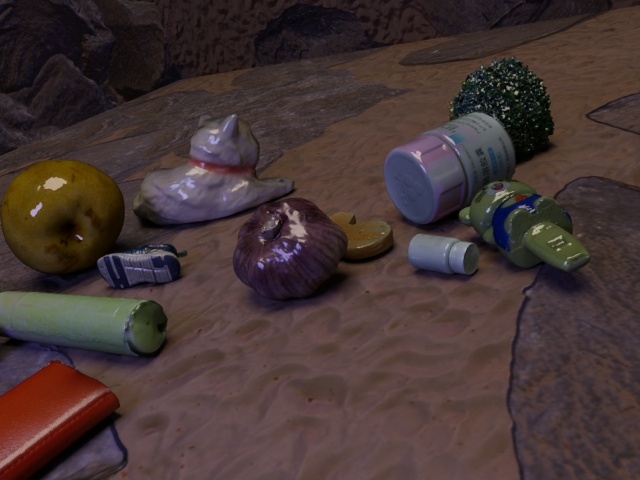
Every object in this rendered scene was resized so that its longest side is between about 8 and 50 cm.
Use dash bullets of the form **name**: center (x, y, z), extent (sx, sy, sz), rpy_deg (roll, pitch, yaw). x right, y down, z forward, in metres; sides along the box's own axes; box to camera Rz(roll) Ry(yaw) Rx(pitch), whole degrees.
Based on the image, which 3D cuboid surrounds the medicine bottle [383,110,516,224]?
- **medicine bottle**: center (0.196, -0.111, 0.950), extent (0.168, 0.135, 0.135), rpy_deg (-25, 26, -23)

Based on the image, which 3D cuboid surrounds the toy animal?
- **toy animal**: center (-0.257, -0.142, 1.236), extent (0.266, 0.188, 0.308), rpy_deg (-37, 35, -25)

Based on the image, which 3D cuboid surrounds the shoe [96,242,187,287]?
- **shoe**: center (-0.289, 0.035, 0.995), extent (0.143, 0.064, 0.071), rpy_deg (-8, 26, 9)

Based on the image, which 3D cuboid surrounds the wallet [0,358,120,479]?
- **wallet**: center (-0.333, 0.212, 0.655), extent (0.142, 0.045, 0.204), rpy_deg (9, 34, 38)

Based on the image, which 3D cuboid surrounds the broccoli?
- **broccoli**: center (0.310, -0.212, 1.134), extent (0.220, 0.194, 0.194), rpy_deg (-48, 34, -14)

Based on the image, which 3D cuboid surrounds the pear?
- **pear**: center (-0.454, -0.046, 1.098), extent (0.208, 0.209, 0.209), rpy_deg (-12, 24, 6)

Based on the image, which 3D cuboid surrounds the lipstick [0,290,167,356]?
- **lipstick**: center (-0.337, 0.110, 0.847), extent (0.304, 0.076, 0.076), rpy_deg (0, 28, 32)

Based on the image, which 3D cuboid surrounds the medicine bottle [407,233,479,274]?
- **medicine bottle**: center (0.157, 0.018, 0.795), extent (0.083, 0.047, 0.047), rpy_deg (10, 34, 42)

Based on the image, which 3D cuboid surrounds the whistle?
- **whistle**: center (0.255, -0.019, 0.775), extent (0.105, 0.085, 0.227), rpy_deg (-25, 25, -1)

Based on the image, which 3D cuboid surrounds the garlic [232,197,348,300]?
- **garlic**: center (-0.049, 0.009, 0.835), extent (0.159, 0.102, 0.147), rpy_deg (7, 69, 30)

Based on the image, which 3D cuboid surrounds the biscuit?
- **biscuit**: center (0.000, 0.000, 0.943), extent (0.234, 0.030, 0.153), rpy_deg (-1, 32, 28)
